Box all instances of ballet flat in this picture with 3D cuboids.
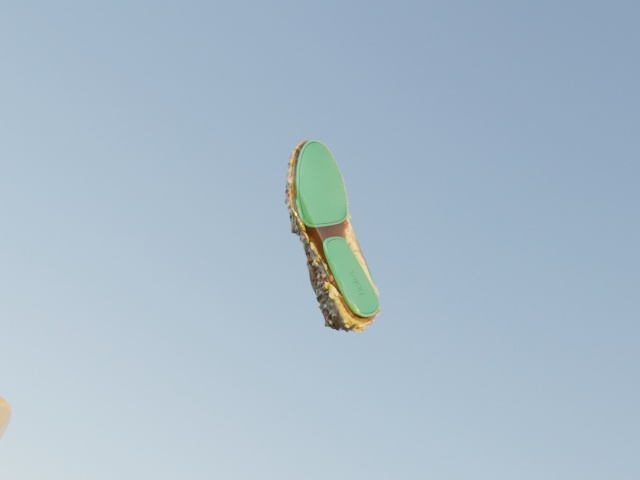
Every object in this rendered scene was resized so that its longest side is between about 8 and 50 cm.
[{"bbox_3d":[0.000,0.000,0.942,0.091,0.241,0.077,-4,-20,-35],"label":"ballet flat"}]

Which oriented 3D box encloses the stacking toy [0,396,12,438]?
[{"bbox_3d":[-0.336,0.175,0.404,0.130,0.309,0.279,43,-43,8],"label":"stacking toy"}]
